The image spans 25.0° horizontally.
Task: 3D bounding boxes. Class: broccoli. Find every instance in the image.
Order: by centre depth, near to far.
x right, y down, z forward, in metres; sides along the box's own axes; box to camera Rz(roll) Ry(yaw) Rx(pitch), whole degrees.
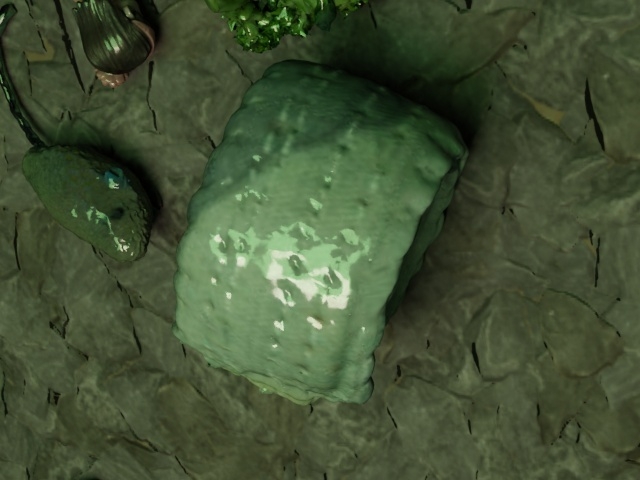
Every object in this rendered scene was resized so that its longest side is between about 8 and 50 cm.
[{"bbox_3d":[-0.038,-0.233,1.055,0.195,0.156,0.195,36,151,24],"label":"broccoli"}]

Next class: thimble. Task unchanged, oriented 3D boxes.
[{"bbox_3d":[0.000,0.000,1.081,0.172,0.205,0.250,25,100,10],"label":"thimble"}]

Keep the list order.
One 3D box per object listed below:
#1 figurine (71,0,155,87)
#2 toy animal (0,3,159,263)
[{"bbox_3d":[-0.186,-0.193,1.191,0.072,0.054,0.129,-26,93,38],"label":"figurine"},{"bbox_3d":[-0.226,-0.081,1.251,0.079,0.070,0.253,-36,76,-4],"label":"toy animal"}]
